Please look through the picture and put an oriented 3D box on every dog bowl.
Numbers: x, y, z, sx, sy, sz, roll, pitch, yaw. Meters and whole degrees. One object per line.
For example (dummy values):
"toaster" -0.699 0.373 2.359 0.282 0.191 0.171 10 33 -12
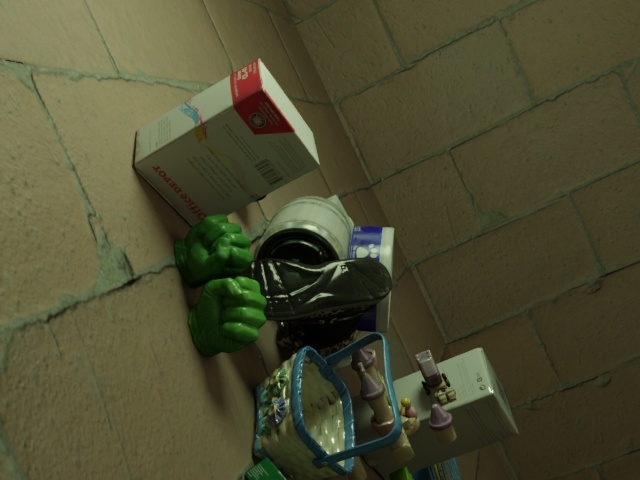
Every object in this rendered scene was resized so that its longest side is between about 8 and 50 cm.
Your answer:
"dog bowl" 0.126 0.096 1.956 0.265 0.104 0.264 3 90 -84

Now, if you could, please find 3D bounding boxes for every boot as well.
"boot" -0.056 0.156 1.697 0.284 0.377 0.138 110 -32 -57

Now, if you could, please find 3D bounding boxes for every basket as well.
"basket" 0.016 0.326 1.501 0.201 0.289 0.254 54 18 -33

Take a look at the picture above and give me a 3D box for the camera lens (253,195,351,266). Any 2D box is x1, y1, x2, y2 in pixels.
"camera lens" -0.037 0.023 1.919 0.219 0.219 0.274 61 16 -15

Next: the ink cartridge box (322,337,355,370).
"ink cartridge box" 0.030 0.261 1.993 0.060 0.104 0.180 47 24 -52

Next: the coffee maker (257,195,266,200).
"coffee maker" -0.178 -0.173 1.946 0.171 0.120 0.178 54 19 -36

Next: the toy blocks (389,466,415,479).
"toy blocks" 0.260 0.742 1.768 0.261 0.191 0.381 37 30 -38

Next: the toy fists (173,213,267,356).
"toy fists" -0.190 0.078 1.485 0.096 0.142 0.279 39 30 -58

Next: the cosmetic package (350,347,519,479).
"cosmetic package" 0.284 0.453 2.009 0.217 0.385 0.156 56 19 -38

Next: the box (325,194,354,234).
"box" 0.000 0.000 2.148 0.181 0.182 0.119 62 18 -10

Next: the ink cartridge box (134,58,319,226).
"ink cartridge box" -0.189 -0.189 1.587 0.226 0.306 0.131 52 20 -40

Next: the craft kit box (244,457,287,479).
"craft kit box" -0.018 0.517 1.325 0.246 0.061 0.250 64 -16 -14

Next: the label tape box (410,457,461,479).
"label tape box" 0.320 0.705 2.257 0.334 0.106 0.240 44 26 -51

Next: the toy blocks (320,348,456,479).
"toy blocks" 0.136 0.328 1.778 0.288 0.309 0.260 -109 176 -71
